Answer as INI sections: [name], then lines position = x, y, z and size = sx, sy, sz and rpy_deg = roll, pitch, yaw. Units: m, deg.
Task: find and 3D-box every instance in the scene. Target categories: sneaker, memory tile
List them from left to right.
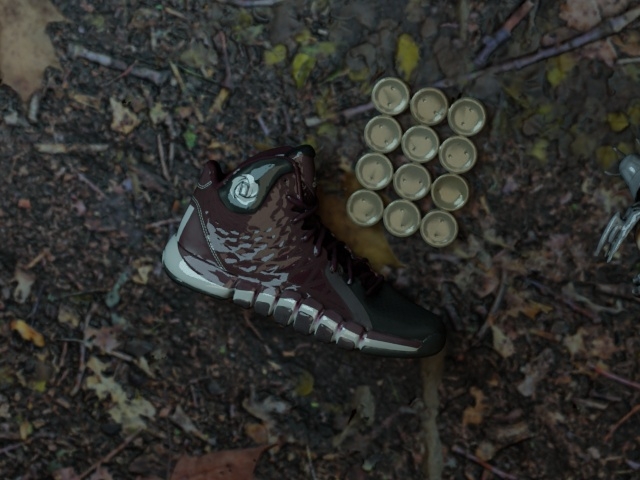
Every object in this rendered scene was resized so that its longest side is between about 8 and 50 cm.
[sneaker]
position = 0.000, 0.000, 1.647
size = 0.281, 0.106, 0.163
rpy_deg = 19, 101, 5
[memory tile]
position = 0.091, -0.074, 1.665
size = 0.113, 0.012, 0.148
rpy_deg = 14, 102, 6

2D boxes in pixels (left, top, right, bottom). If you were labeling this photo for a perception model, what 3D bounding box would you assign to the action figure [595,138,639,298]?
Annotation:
[action figure]
position = 0.375, 0.008, 1.598
size = 0.285, 0.099, 0.185
rpy_deg = 39, 111, 4
